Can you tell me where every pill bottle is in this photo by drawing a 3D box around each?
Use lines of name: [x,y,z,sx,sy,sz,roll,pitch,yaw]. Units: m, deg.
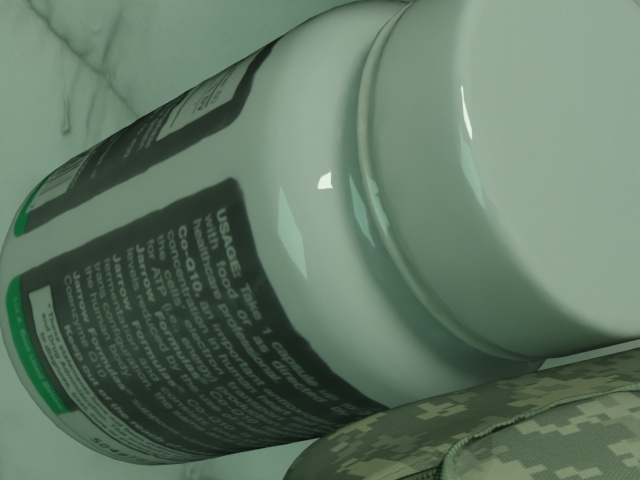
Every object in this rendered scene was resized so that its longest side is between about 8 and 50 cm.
pill bottle: [0.000,0.000,0.627,0.361,0.204,0.204,-20,84,47]

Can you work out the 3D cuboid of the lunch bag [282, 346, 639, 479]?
lunch bag: [0.159,0.142,0.385,0.256,0.305,0.212,-179,79,-75]
